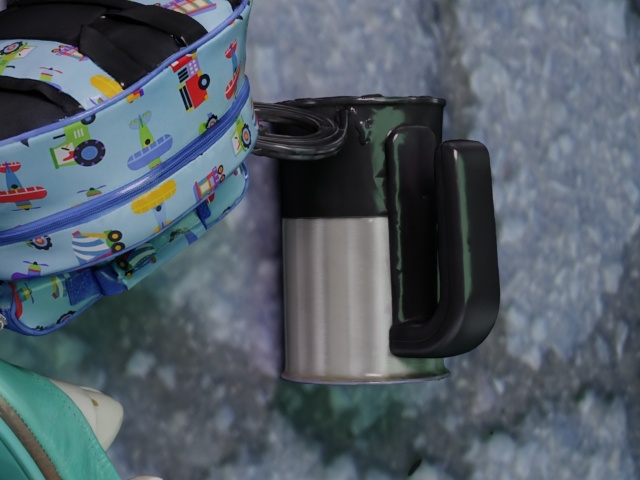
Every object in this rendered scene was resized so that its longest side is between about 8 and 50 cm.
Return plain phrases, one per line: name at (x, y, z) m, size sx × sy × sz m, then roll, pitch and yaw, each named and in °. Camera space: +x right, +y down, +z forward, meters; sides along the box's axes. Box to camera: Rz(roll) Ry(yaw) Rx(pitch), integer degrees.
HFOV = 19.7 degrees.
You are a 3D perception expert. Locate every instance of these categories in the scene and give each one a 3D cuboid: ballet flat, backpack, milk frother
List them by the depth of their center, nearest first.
backpack at (-0.095, -0.037, 0.719) m, size 0.158 × 0.173 × 0.117 m, roll -39°, pitch 115°, yaw -35°
ballet flat at (-0.106, 0.116, 0.785) m, size 0.247 × 0.083 × 0.087 m, roll 63°, pitch 37°, yaw -26°
milk frother at (0.000, 0.000, 0.851) m, size 0.143 × 0.129 × 0.135 m, roll -2°, pitch 91°, yaw -21°
